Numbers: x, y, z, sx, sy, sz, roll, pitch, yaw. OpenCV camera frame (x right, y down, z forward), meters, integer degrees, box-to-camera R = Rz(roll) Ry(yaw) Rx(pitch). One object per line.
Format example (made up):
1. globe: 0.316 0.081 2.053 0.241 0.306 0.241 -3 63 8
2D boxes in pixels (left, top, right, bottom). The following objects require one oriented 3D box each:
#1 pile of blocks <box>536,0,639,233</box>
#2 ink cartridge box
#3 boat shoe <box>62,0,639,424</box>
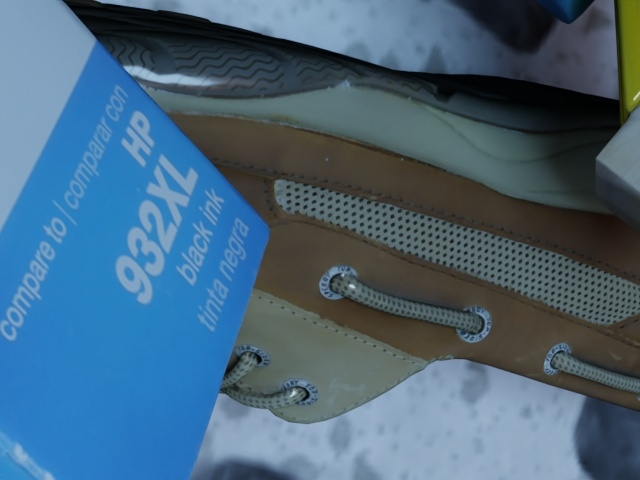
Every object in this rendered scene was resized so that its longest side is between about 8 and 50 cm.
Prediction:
1. pile of blocks: 0.100 -0.159 0.575 0.149 0.112 0.362 3 76 9
2. ink cartridge box: -0.198 -0.027 0.416 0.307 0.223 0.129 48 35 -24
3. boat shoe: 0.000 0.000 0.577 0.324 0.122 0.119 8 99 -24
